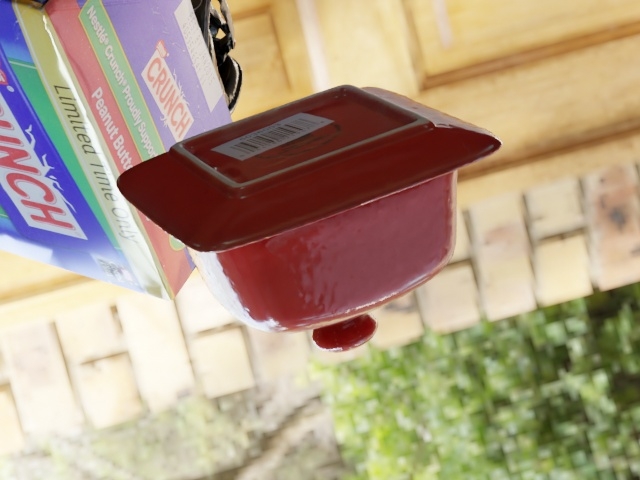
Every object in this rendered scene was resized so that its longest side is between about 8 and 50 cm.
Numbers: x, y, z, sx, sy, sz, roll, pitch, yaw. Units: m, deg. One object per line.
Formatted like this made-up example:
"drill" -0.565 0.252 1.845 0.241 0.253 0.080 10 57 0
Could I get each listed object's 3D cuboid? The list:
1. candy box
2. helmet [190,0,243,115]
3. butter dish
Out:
"candy box" -0.227 -0.116 1.067 0.122 0.317 0.268 -60 -29 -31
"helmet" -0.159 -0.164 1.466 0.169 0.161 0.169 -2 -90 -79
"butter dish" 0.000 0.000 0.841 0.160 0.160 0.118 35 142 62
